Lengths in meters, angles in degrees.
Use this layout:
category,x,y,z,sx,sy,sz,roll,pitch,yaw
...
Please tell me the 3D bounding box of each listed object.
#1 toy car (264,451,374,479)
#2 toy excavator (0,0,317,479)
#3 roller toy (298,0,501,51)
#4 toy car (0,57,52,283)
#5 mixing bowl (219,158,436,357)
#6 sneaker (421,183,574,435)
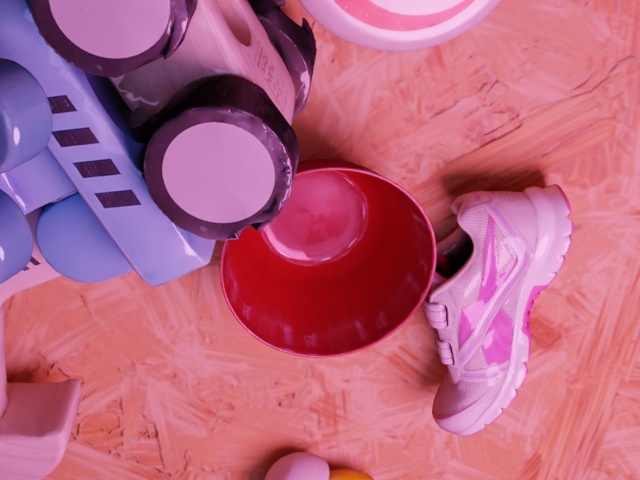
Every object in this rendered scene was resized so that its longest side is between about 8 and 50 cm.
category,x,y,z,sx,sy,sz,roll,pitch,yaw
toy car,-0.009,0.308,1.306,0.159,0.136,0.182,39,106,-25
toy excavator,-0.210,-0.035,1.074,0.445,0.222,0.433,-22,118,17
roller toy,0.058,-0.246,1.015,0.209,0.146,0.191,-16,120,-2
toy car,-0.340,-0.047,0.883,0.238,0.219,0.210,33,131,18
mixing bowl,0.000,0.000,1.165,0.181,0.098,0.181,-4,117,-8
sneaker,0.135,0.057,1.225,0.111,0.103,0.252,11,109,-11
